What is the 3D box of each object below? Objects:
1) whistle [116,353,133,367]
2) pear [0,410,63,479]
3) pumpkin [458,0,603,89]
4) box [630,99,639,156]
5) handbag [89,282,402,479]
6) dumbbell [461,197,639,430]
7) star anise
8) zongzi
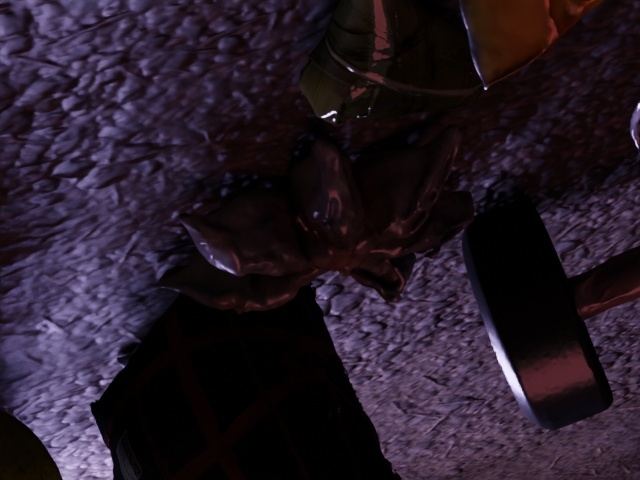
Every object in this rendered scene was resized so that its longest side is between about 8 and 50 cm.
[{"bbox_3d":[-0.113,0.096,1.222,0.033,0.029,0.083,11,169,36],"label":"whistle"},{"bbox_3d":[-0.270,0.197,1.139,0.198,0.198,0.198,-14,156,-6],"label":"pear"},{"bbox_3d":[0.140,-0.213,0.644,0.312,0.169,0.148,-34,-165,38],"label":"pumpkin"},{"bbox_3d":[0.310,-0.137,0.744,0.369,0.112,0.190,-33,163,-13],"label":"box"},{"bbox_3d":[-0.048,0.134,1.099,0.155,0.215,0.169,15,126,-42],"label":"handbag"},{"bbox_3d":[0.217,0.020,1.119,0.218,0.153,0.152,-22,156,10],"label":"dumbbell"},{"bbox_3d":[0.009,-0.009,1.029,0.208,0.063,0.172,-3,151,-29],"label":"star anise"},{"bbox_3d":[0.051,-0.111,0.862,0.104,0.052,0.113,-13,144,-29],"label":"zongzi"}]
